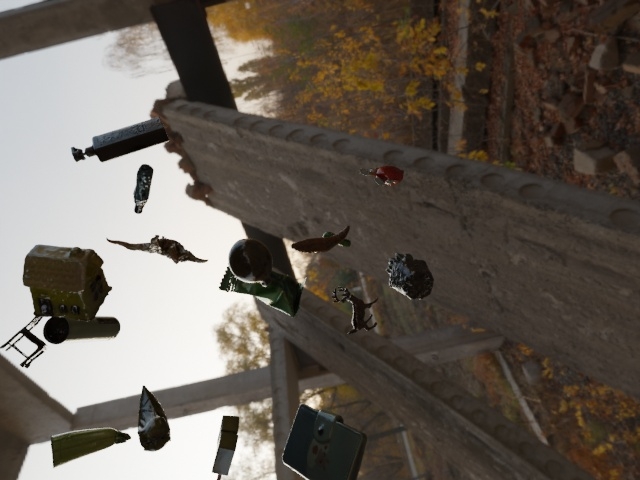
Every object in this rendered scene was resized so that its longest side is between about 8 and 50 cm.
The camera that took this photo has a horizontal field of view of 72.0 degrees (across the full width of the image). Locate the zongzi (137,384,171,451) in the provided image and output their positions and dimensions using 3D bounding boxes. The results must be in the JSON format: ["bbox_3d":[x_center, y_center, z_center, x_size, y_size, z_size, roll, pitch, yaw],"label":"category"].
[{"bbox_3d":[-0.710,0.734,1.841,0.274,0.125,0.251,70,156,13],"label":"zongzi"}]

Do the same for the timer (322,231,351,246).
[{"bbox_3d":[0.084,-0.006,2.226,0.140,0.128,0.047,14,-82,-63],"label":"timer"}]

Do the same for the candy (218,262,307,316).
[{"bbox_3d":[-0.272,0.210,2.123,0.172,0.398,0.262,-57,16,26],"label":"candy"}]

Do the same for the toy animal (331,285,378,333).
[{"bbox_3d":[0.183,0.347,2.235,0.087,0.260,0.243,-18,75,52],"label":"toy animal"}]

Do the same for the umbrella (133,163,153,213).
[{"bbox_3d":[-0.631,-0.175,1.560,0.250,0.052,0.053,-53,14,46],"label":"umbrella"}]

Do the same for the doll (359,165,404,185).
[{"bbox_3d":[0.312,-0.314,2.128,0.183,0.217,0.085,38,130,34],"label":"doll"}]

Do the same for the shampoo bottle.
[{"bbox_3d":[-0.682,-0.333,1.503,0.098,0.310,0.071,58,165,35],"label":"shampoo bottle"}]

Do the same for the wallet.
[{"bbox_3d":[0.008,0.750,1.596,0.083,0.361,0.252,28,-107,-38],"label":"wallet"}]

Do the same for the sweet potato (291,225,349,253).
[{"bbox_3d":[0.004,0.009,1.700,0.058,0.256,0.078,36,138,58],"label":"sweet potato"}]

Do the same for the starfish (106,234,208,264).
[{"bbox_3d":[-0.554,0.024,1.545,0.294,0.302,0.084,8,79,50],"label":"starfish"}]

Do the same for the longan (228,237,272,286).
[{"bbox_3d":[-0.255,0.087,1.655,0.204,0.159,0.185,53,164,-6],"label":"longan"}]

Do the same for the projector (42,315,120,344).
[{"bbox_3d":[-0.924,0.348,1.730,0.337,0.108,0.108,58,-162,-78],"label":"projector"}]

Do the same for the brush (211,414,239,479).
[{"bbox_3d":[-0.256,0.573,1.139,0.103,0.047,0.233,-98,23,-64],"label":"brush"}]

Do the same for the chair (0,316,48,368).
[{"bbox_3d":[-1.004,0.328,1.576,0.113,0.229,0.106,43,150,-8],"label":"chair"}]

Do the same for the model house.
[{"bbox_3d":[-0.782,0.107,1.367,0.174,0.194,0.234,-82,-1,-59],"label":"model house"}]

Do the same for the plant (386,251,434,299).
[{"bbox_3d":[0.323,0.127,1.599,0.194,0.132,0.129,-120,44,-64],"label":"plant"}]

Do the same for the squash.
[{"bbox_3d":[-0.706,0.627,1.361,0.094,0.225,0.094,5,96,63],"label":"squash"}]
